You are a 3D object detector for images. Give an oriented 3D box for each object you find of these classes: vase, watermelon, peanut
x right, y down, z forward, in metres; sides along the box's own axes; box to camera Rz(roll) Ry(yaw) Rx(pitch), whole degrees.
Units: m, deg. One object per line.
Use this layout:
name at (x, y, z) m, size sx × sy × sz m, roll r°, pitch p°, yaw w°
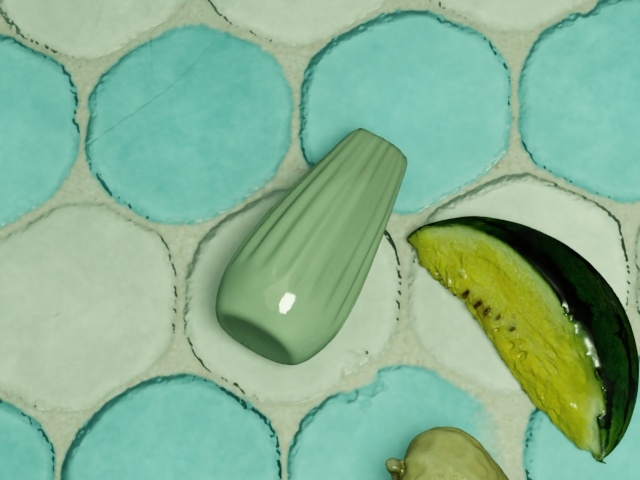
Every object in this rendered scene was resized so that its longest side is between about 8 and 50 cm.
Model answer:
vase at (0.000, 0.000, 1.912) m, size 0.128 × 0.128 × 0.248 m, roll 27°, pitch 68°, yaw 15°
watermelon at (0.215, 0.072, 1.884) m, size 0.129 × 0.123 × 0.301 m, roll -47°, pitch 69°, yaw 26°
peanut at (0.167, 0.308, 1.777) m, size 0.291 × 0.143 × 0.159 m, roll 43°, pitch 116°, yaw 13°
